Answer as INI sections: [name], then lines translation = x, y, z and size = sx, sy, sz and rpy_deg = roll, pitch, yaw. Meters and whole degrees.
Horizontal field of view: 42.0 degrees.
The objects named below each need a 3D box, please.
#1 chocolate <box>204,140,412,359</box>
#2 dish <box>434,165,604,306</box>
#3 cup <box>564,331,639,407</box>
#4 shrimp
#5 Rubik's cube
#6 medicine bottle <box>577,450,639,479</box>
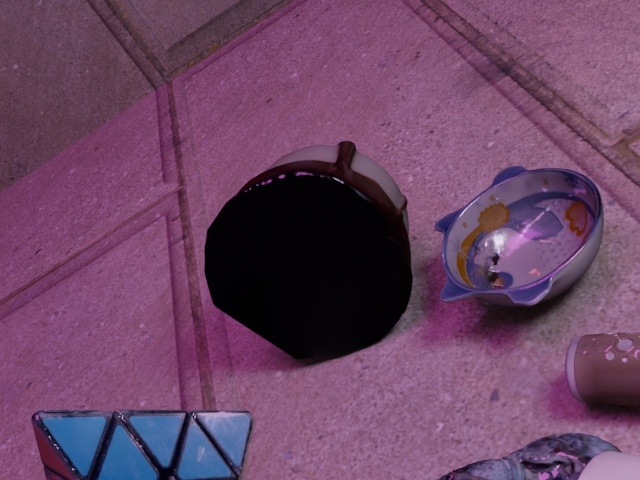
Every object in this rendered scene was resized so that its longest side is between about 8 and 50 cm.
[chocolate]
translation = 0.000, 0.000, 1.146
size = 0.284, 0.283, 0.186
rpy_deg = -24, 18, 19
[dish]
translation = 0.247, 0.013, 1.025
size = 0.228, 0.086, 0.236
rpy_deg = -6, 43, 40
[cup]
translation = 0.308, 0.118, 0.840
size = 0.099, 0.074, 0.102
rpy_deg = -6, 42, 39
[shrimp]
translation = 0.106, 0.272, 0.742
size = 0.372, 0.172, 0.137
rpy_deg = -31, 37, -6
[Rubik's cube]
translation = -0.220, 0.320, 1.011
size = 0.233, 0.228, 0.228
rpy_deg = 51, -132, -87
[medicine bottle]
translation = 0.334, 0.235, 0.576
size = 0.293, 0.170, 0.170
rpy_deg = -2, 45, 43
